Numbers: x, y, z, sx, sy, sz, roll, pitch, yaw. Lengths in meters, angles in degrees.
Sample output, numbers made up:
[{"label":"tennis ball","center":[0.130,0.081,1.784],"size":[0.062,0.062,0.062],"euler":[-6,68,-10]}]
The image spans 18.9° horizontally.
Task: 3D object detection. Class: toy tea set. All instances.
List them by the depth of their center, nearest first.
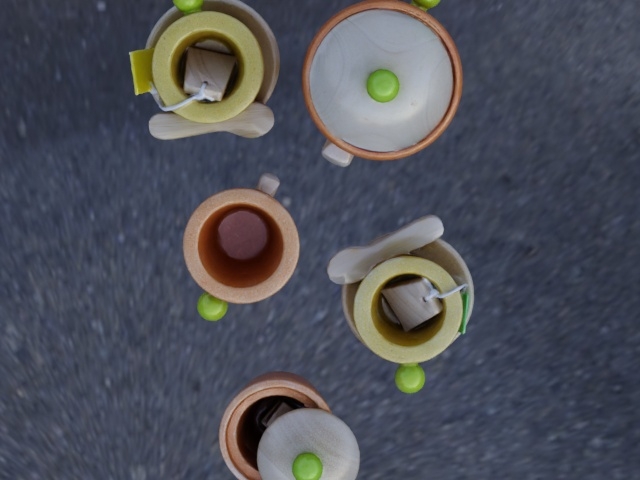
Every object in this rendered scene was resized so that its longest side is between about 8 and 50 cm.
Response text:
[{"label":"toy tea set","center":[0.000,0.000,1.175],"size":[0.200,0.124,0.336],"euler":[-9,100,2]}]
